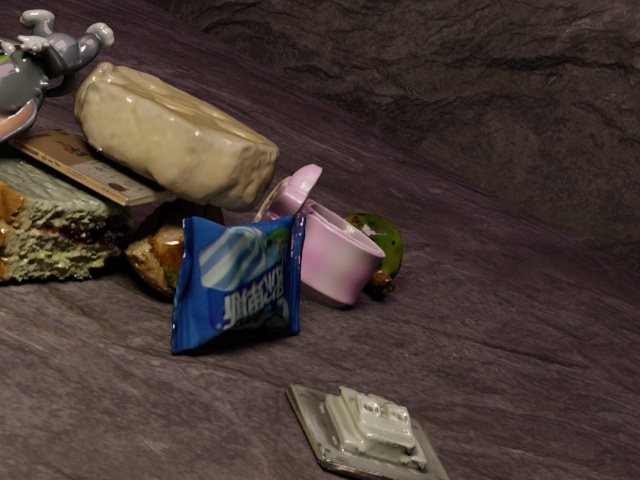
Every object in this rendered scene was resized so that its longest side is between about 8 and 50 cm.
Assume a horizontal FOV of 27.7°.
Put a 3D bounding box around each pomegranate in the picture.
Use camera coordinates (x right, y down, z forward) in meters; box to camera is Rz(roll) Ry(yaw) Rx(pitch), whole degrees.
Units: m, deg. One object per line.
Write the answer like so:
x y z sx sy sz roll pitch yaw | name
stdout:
0.093 0.019 2.319 0.169 0.122 0.143 36 -10 44 | pomegranate

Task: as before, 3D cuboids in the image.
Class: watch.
0.000 0.000 2.146 0.218 0.210 0.248 32 6 -7 | watch

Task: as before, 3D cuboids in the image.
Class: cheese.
-0.207 -0.148 1.887 0.318 0.115 0.326 24 8 -15 | cheese

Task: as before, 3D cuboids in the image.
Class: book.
-0.316 -0.103 1.801 0.199 0.016 0.138 28 17 14 | book

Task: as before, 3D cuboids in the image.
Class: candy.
-0.107 0.055 1.815 0.077 0.187 0.331 4 2 26 | candy

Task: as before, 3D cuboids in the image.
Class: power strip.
0.071 0.238 1.670 0.198 0.064 0.213 17 18 -22 | power strip

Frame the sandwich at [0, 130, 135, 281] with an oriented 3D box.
-0.404 -0.060 1.801 0.262 0.131 0.325 31 15 27 | sandwich

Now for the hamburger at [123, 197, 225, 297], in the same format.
-0.206 0.011 1.910 0.124 0.130 0.262 -16 19 8 | hamburger

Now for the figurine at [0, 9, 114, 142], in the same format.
-0.416 -0.236 1.805 0.193 0.140 0.265 21 29 30 | figurine
